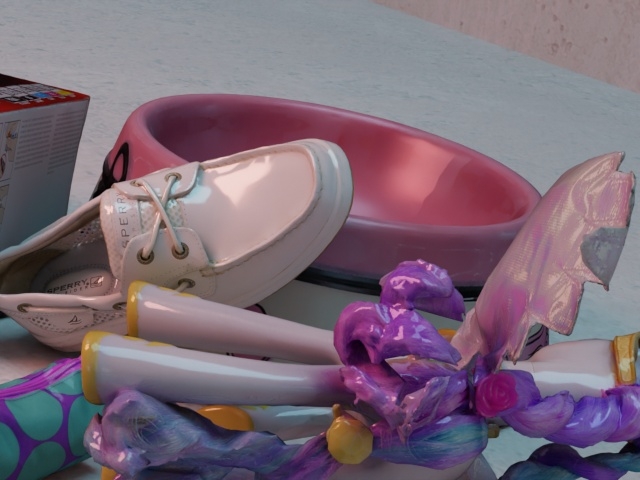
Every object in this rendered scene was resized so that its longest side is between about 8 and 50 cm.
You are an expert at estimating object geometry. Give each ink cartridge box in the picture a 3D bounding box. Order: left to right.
[{"bbox_3d":[-0.350,-0.074,1.205,0.272,0.130,0.309,13,8,3],"label":"ink cartridge box"}]

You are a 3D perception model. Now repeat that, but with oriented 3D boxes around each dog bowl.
[{"bbox_3d":[0.000,0.000,1.264,0.408,0.150,0.408,12,18,-4],"label":"dog bowl"}]

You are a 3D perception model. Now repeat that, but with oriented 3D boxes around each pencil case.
[{"bbox_3d":[-0.187,0.110,0.917,0.064,0.070,0.151,18,17,30],"label":"pencil case"}]

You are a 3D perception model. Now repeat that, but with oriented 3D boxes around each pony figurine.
[{"bbox_3d":[0.059,0.094,0.877,0.363,0.303,0.351,1,6,1],"label":"pony figurine"}]

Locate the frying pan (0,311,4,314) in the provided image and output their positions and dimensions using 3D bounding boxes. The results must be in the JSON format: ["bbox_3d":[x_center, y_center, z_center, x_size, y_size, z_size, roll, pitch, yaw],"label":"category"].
[{"bbox_3d":[-0.311,0.053,1.053,0.326,0.053,0.197,0,22,-26],"label":"frying pan"}]

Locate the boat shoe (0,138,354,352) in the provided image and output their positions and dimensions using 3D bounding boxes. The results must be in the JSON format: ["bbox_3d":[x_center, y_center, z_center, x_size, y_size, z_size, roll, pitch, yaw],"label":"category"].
[{"bbox_3d":[-0.109,0.001,1.052,0.096,0.277,0.098,29,43,-52],"label":"boat shoe"}]
